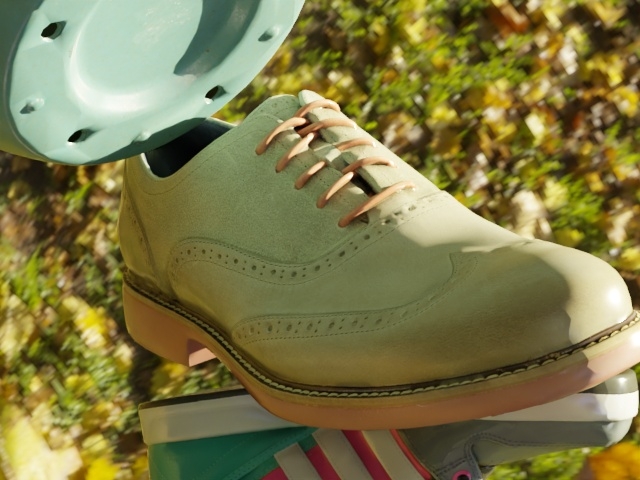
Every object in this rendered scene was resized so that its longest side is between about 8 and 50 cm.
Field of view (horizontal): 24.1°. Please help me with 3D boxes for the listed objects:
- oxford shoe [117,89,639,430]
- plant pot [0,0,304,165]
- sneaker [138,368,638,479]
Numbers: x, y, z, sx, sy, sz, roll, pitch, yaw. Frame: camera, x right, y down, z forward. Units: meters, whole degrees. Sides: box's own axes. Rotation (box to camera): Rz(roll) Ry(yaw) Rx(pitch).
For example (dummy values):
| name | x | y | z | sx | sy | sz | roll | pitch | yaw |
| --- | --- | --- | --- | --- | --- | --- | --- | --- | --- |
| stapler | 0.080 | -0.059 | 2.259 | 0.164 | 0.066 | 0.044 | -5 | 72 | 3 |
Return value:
| name | x | y | z | sx | sy | sz | roll | pitch | yaw |
| --- | --- | --- | --- | --- | --- | --- | --- | --- | --- |
| oxford shoe | 0.000 | 0.000 | 0.790 | 0.140 | 0.397 | 0.146 | -22 | 109 | -36 |
| plant pot | -0.141 | -0.182 | 0.782 | 0.293 | 0.293 | 0.235 | -28 | 62 | -24 |
| sneaker | 0.039 | 0.162 | 0.842 | 0.124 | 0.295 | 0.178 | -2 | 84 | -65 |
